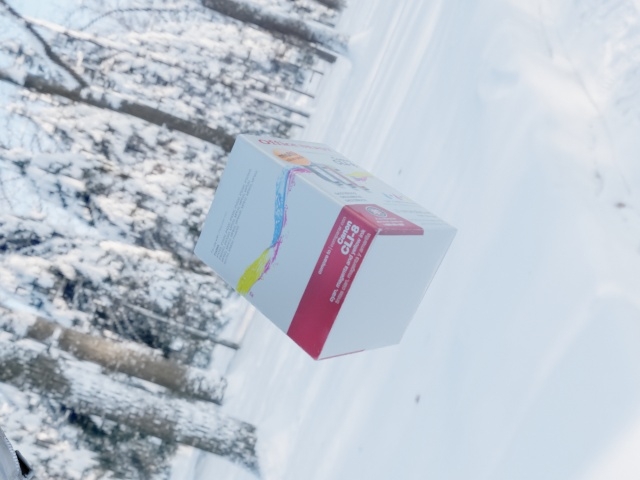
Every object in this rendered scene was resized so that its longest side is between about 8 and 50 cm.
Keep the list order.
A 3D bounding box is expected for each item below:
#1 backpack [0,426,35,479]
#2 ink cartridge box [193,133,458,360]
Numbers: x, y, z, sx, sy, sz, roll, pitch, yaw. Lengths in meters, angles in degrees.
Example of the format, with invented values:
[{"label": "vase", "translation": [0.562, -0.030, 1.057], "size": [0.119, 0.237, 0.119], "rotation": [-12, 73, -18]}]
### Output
[{"label": "backpack", "translation": [-0.345, 0.183, 0.509], "size": [0.273, 0.290, 0.356], "rotation": [-25, 1, -32]}, {"label": "ink cartridge box", "translation": [0.000, 0.000, 0.643], "size": [0.128, 0.176, 0.127], "rotation": [-2, -59, -51]}]
